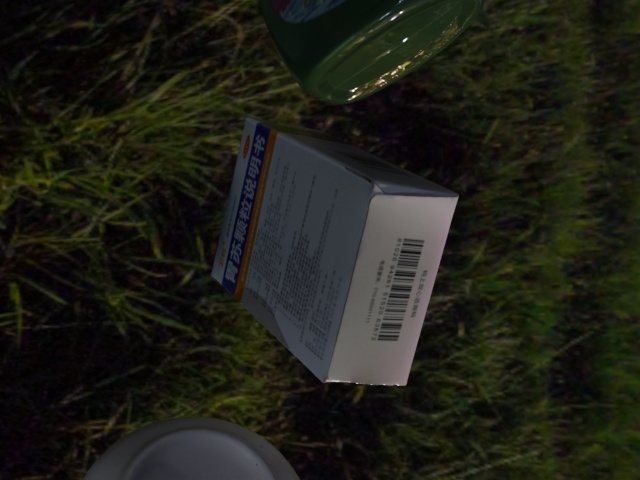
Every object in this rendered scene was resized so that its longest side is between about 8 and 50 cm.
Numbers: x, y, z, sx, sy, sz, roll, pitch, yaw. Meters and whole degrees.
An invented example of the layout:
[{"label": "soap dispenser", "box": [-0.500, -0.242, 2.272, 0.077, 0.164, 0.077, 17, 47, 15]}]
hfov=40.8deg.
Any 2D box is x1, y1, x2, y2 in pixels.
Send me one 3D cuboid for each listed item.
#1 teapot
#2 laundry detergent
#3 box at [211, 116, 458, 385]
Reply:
[{"label": "teapot", "box": [-0.128, 0.264, 0.744, 0.300, 0.166, 0.208, -27, 71, -25]}, {"label": "laundry detergent", "box": [0.015, -0.194, 0.494, 0.063, 0.137, 0.210, 12, 55, -49]}, {"label": "box", "box": [0.000, 0.000, 0.916, 0.106, 0.299, 0.200, 6, 105, -29]}]
